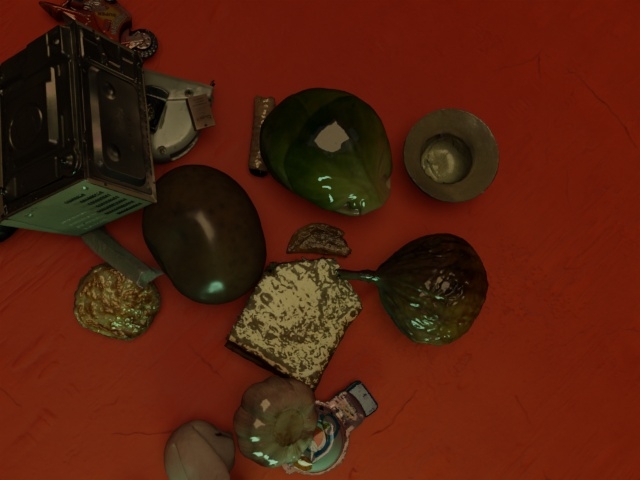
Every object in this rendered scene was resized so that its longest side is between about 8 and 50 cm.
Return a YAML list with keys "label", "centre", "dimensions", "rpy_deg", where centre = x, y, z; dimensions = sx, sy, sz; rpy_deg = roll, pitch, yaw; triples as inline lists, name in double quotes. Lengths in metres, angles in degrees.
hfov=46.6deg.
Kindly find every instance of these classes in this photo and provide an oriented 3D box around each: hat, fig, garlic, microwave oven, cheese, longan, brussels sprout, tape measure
- label: "hat"
  centre: [0.329, -0.211, 1.973]
  dimensions: [0.257, 0.130, 0.257]
  rpy_deg: [1, 81, -8]
- label: "fig"
  centre: [0.213, 0.105, 1.811]
  dimensions: [0.369, 0.286, 0.286]
  rpy_deg: [13, 79, -21]
- label: "garlic"
  centre: [-0.124, 0.415, 1.769]
  dimensions: [0.219, 0.212, 0.218]
  rpy_deg: [-6, 102, -30]
- label: "microwave oven"
  centre: [-0.586, -0.246, 1.719]
  dimensions: [0.333, 0.247, 0.394]
  rpy_deg: [-20, 70, 29]
- label: "cheese"
  centre: [0.012, 0.467, 1.856]
  dimensions: [0.286, 0.074, 0.189]
  rpy_deg: [-35, 89, -12]
- label: "longan"
  centre: [-0.279, -0.014, 1.795]
  dimensions: [0.289, 0.288, 0.350]
  rpy_deg: [-25, 86, -11]
- label: "brussels sprout"
  centre: [0.028, -0.221, 1.864]
  dimensions: [0.289, 0.281, 0.354]
  rpy_deg: [-41, 98, -11]
- label: "tape measure"
  centre: [-0.412, -0.324, 1.895]
  dimensions: [0.243, 0.125, 0.246]
  rpy_deg: [13, 79, -5]

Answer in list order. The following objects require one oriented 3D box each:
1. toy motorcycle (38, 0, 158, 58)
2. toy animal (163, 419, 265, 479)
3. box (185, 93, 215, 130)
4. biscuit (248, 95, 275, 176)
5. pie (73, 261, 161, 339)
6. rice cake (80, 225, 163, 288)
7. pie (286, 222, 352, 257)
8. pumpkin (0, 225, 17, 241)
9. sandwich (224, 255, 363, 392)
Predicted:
- label: "toy motorcycle"
  centre: [-0.569, -0.559, 1.927]
  dimensions: [0.298, 0.089, 0.171]
  rpy_deg: [41, 79, 1]
- label: "toy animal"
  centre: [-0.267, 0.547, 1.732]
  dimensions: [0.206, 0.271, 0.265]
  rpy_deg: [-19, 71, -29]
- label: "box"
  centre: [-0.299, -0.320, 1.855]
  dimensions: [0.053, 0.024, 0.083]
  rpy_deg: [-18, 101, -24]
- label: "biscuit"
  centre: [-0.157, -0.277, 1.957]
  dimensions: [0.061, 0.055, 0.219]
  rpy_deg: [6, 80, 4]
- label: "pie"
  centre: [-0.498, 0.147, 1.829]
  dimensions: [0.205, 0.084, 0.178]
  rpy_deg: [17, 93, -9]
- label: "rice cake"
  centre: [-0.498, 0.027, 1.805]
  dimensions: [0.290, 0.081, 0.051]
  rpy_deg: [32, 114, 29]
- label: "pie"
  centre: [0.000, 0.000, 1.947]
  dimensions: [0.170, 0.034, 0.092]
  rpy_deg: [8, 82, 0]
- label: "pumpkin"
  centre: [-0.817, -0.100, 1.786]
  dimensions: [0.233, 0.163, 0.233]
  rpy_deg: [0, 82, -1]
- label: "sandwich"
  centre: [-0.055, 0.183, 1.863]
  dimensions: [0.262, 0.131, 0.325]
  rpy_deg: [30, 82, -1]
